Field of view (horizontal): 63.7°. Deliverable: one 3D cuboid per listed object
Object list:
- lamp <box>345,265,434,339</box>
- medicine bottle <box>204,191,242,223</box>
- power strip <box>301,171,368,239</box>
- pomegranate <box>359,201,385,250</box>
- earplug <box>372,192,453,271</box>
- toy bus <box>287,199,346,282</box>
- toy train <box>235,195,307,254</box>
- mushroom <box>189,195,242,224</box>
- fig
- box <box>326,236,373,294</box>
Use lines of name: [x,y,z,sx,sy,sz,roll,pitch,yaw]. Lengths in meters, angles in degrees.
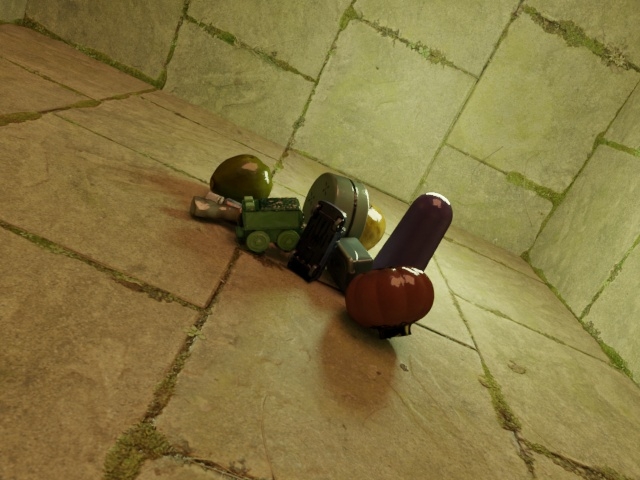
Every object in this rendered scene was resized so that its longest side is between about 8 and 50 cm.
lamp: [0.234,0.209,1.729,0.305,0.305,0.240,1,76,-51]
medicine bottle: [-0.367,-0.126,2.064,0.203,0.084,0.083,24,19,-5]
power strip: [0.054,-0.118,2.167,0.161,0.358,0.357,15,22,-24]
pomegranate: [0.173,-0.071,2.377,0.260,0.261,0.260,23,19,-9]
earplug: [0.372,0.017,2.079,0.215,0.456,0.215,25,21,-10]
toy bus: [0.000,0.000,1.892,0.125,0.292,0.133,34,18,22]
toy train: [-0.182,-0.063,1.923,0.271,0.188,0.159,-2,26,-7]
mushroom: [-0.385,-0.110,1.977,0.223,0.081,0.092,13,-10,-19]
fig: [-0.345,-0.249,2.201,0.271,0.240,0.239,-15,43,-43]
box: [0.103,0.088,1.966,0.129,0.162,0.227,-6,30,-19]
